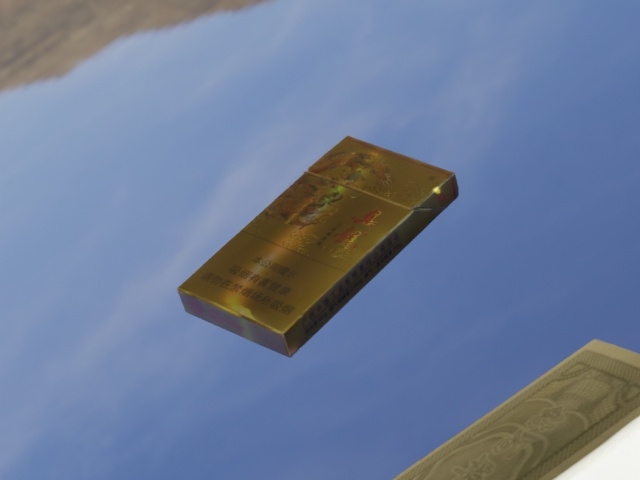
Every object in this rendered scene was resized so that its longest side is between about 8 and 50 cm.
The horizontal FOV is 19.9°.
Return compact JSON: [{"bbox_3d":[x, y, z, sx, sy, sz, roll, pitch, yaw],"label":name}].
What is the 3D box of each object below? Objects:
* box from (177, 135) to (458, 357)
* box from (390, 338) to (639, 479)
[{"bbox_3d":[0.000,0.000,1.053,0.089,0.022,0.156,24,-126,38],"label":"box"},{"bbox_3d":[0.105,0.189,0.689,0.164,0.256,0.069,-32,-159,-17],"label":"box"}]
